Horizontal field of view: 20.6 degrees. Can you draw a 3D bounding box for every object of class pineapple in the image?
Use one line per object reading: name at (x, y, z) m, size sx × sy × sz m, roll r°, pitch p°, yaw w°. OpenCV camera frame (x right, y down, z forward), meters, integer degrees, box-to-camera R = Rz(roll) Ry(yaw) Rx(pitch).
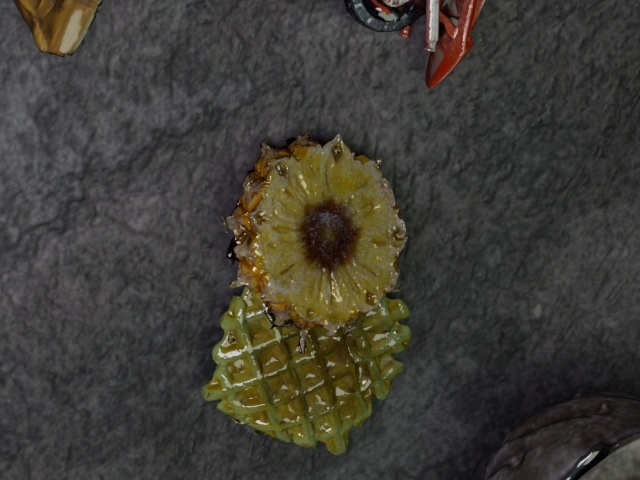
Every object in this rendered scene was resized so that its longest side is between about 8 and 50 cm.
pineapple at (0.000, 0.000, 1.721) m, size 0.221 × 0.047 × 0.221 m, roll 0°, pitch 90°, yaw -30°

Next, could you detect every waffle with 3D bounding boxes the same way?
waffle at (-0.011, 0.112, 1.793) m, size 0.214 × 0.054 × 0.208 m, roll 23°, pitch 95°, yaw -29°

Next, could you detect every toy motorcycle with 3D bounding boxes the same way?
toy motorcycle at (0.154, -0.299, 1.677) m, size 0.171 × 0.089 × 0.298 m, roll 38°, pitch 93°, yaw -31°

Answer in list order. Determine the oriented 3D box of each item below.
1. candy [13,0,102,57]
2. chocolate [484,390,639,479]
candy at (-0.291, -0.262, 1.504) m, size 0.271 × 0.101 × 0.143 m, roll 22°, pitch 96°, yaw -35°
chocolate at (0.297, 0.276, 1.900) m, size 0.303 × 0.213 × 0.303 m, roll -10°, pitch 117°, yaw -21°
